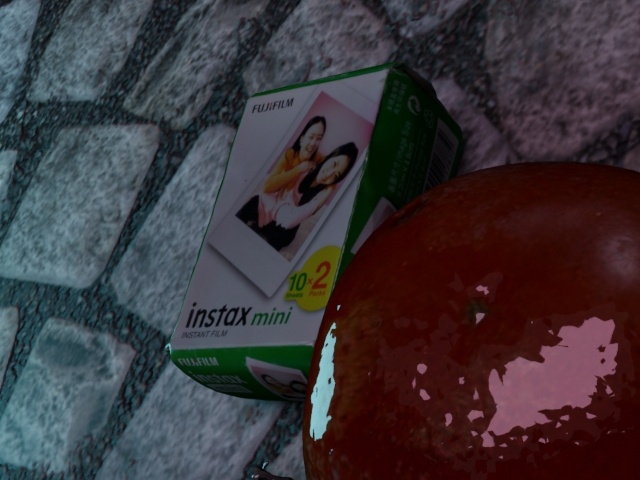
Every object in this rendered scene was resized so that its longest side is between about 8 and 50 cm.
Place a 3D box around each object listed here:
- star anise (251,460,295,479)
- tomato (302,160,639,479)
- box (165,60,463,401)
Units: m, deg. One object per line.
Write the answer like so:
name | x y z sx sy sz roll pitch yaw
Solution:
star anise | 0.013 0.206 1.002 0.208 0.063 0.172 -19 52 36
tomato | 0.120 0.068 0.883 0.338 0.144 0.338 -19 47 21
box | 0.000 0.000 1.136 0.180 0.103 0.250 -7 57 43
